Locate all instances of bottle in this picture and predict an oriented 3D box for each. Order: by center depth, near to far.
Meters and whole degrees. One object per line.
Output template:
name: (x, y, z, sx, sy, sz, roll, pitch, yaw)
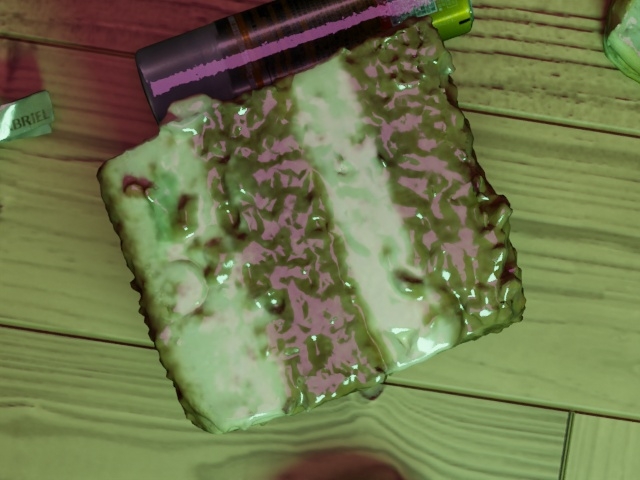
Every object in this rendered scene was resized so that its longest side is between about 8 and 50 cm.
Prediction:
bottle: (-0.015, -0.172, 1.418, 0.286, 0.082, 0.082, -19, 91, -2)

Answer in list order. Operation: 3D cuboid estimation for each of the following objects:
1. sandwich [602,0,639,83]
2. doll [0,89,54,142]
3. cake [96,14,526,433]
sandwich: (0.399, -0.213, 1.427, 0.249, 0.095, 0.273, 35, 90, 2)
doll: (-0.337, -0.091, 1.397, 0.221, 0.105, 0.114, -17, 84, 0)
cake: (0.000, 0.000, 1.330, 0.290, 0.282, 0.255, -19, 84, 2)
